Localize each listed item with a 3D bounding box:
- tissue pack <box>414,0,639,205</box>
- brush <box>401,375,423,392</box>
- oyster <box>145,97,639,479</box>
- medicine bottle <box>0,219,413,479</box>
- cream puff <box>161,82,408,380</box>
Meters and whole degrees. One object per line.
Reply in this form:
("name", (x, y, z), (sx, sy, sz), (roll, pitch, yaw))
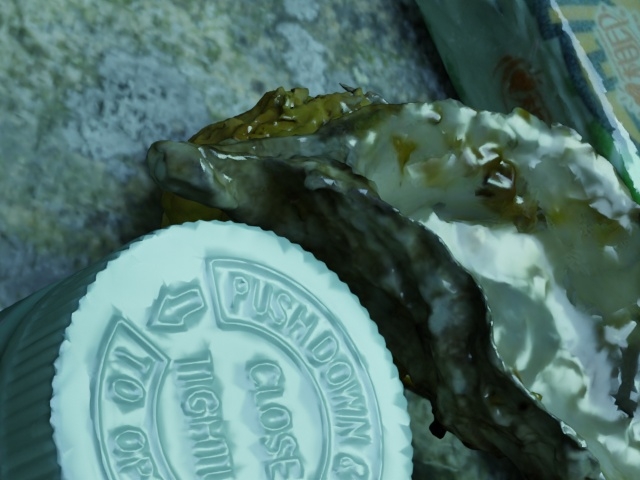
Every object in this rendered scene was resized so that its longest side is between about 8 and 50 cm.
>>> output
("tissue pack", (0.238, -0.124, 1.199), (0.310, 0.128, 0.228), (-21, 84, -40))
("brush", (0.134, 0.115, 1.108), (0.272, 0.013, 0.103), (30, 57, -23))
("oyster", (0.101, 0.034, 0.905), (0.396, 0.111, 0.204), (42, 42, -8))
("medicine bottle", (-0.118, 0.109, 0.730), (0.158, 0.318, 0.158), (13, 67, -33))
("cream puff", (0.000, 0.000, 0.981), (0.189, 0.129, 0.189), (13, 68, -35))
